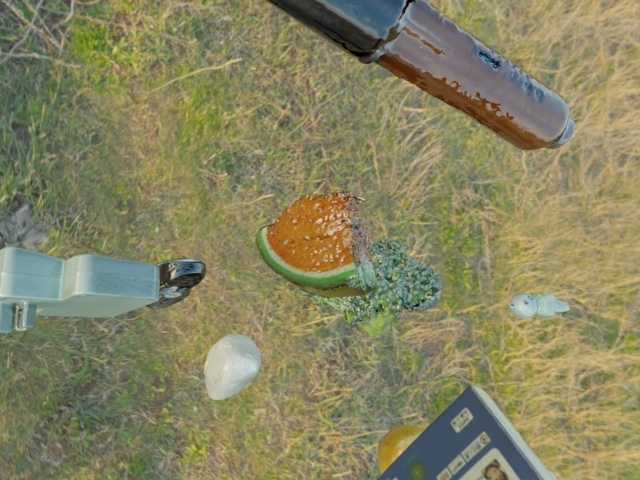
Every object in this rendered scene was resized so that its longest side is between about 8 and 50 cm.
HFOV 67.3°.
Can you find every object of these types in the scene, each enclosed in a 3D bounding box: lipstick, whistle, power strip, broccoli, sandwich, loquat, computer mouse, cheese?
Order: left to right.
[{"bbox_3d":[-0.471,0.107,0.908,0.261,0.229,0.141,14,65,-46],"label":"power strip"},{"bbox_3d":[-0.435,0.113,1.413,0.137,0.233,0.096,4,52,-58],"label":"computer mouse"},{"bbox_3d":[-0.279,0.392,1.539,0.154,0.198,0.189,31,22,-35],"label":"cheese"},{"bbox_3d":[-0.004,0.009,0.736,0.079,0.235,0.159,32,68,-42],"label":"sandwich"},{"bbox_3d":[0.130,0.119,1.146,0.248,0.288,0.245,-41,148,-17],"label":"broccoli"},{"bbox_3d":[0.292,0.730,1.621,0.208,0.208,0.208,7,77,-32],"label":"loquat"},{"bbox_3d":[0.090,-0.174,0.428,0.418,0.077,0.077,18,71,-30],"label":"lipstick"},{"bbox_3d":[0.297,0.089,0.653,0.100,0.035,0.035,4,78,-21],"label":"whistle"}]

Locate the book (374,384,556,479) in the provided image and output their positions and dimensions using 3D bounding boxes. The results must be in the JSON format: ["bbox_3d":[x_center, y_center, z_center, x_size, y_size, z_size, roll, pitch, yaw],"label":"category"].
[{"bbox_3d":[0.232,0.449,0.619,0.039,0.428,0.300,22,113,-37],"label":"book"}]
